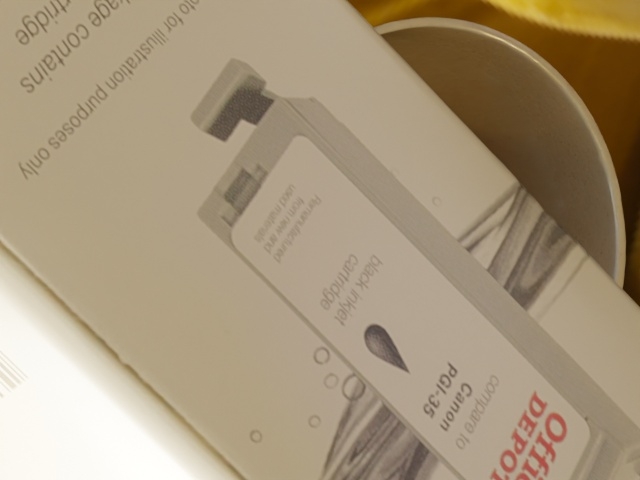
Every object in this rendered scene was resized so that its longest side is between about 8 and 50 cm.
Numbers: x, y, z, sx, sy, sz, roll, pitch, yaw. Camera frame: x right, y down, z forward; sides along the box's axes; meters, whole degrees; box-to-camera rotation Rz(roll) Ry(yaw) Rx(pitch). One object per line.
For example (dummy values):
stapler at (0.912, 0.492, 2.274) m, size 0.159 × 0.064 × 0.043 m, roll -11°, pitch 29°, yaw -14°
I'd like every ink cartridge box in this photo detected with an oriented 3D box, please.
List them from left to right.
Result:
ink cartridge box at (-0.045, 0.048, 0.456) m, size 0.207 × 0.283 × 0.117 m, roll -34°, pitch -166°, yaw 49°

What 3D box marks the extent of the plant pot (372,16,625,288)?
plant pot at (0.000, 0.000, 1.167) m, size 0.256 × 0.274 × 0.257 m, roll -2°, pitch 94°, yaw -28°
